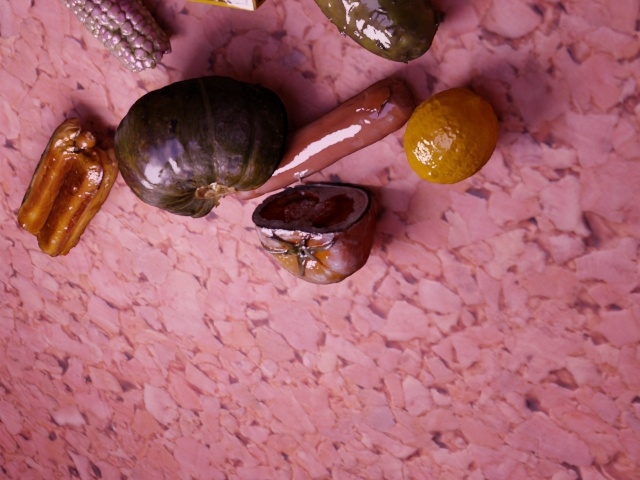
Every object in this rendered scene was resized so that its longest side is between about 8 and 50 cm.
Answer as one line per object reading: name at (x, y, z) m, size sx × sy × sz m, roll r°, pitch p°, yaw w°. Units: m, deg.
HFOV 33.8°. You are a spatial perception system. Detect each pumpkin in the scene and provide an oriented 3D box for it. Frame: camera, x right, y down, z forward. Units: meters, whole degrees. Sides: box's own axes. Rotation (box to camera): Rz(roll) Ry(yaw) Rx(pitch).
pumpkin at (-0.234, -0.187, 1.831) m, size 0.325 × 0.242 × 0.232 m, roll -28°, pitch 147°, yaw 36°

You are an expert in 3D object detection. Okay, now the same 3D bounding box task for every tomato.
tomato at (0.000, 0.000, 1.874) m, size 0.214 × 0.181 × 0.155 m, roll 8°, pitch 131°, yaw 31°

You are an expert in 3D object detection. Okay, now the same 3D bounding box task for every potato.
potato at (0.075, -0.376, 1.620) m, size 0.251 × 0.113 × 0.149 m, roll 43°, pitch 140°, yaw 10°

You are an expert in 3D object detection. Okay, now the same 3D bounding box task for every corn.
corn at (-0.396, -0.439, 1.855) m, size 0.335 × 0.126 × 0.126 m, roll 45°, pitch 132°, yaw -10°

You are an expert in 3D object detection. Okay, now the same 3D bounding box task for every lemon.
lemon at (0.201, -0.160, 1.667) m, size 0.142 × 0.142 × 0.187 m, roll 40°, pitch 138°, yaw 2°

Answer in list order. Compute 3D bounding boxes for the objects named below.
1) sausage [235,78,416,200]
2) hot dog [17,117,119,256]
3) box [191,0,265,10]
sausage at (-0.012, -0.166, 1.821) m, size 0.419 × 0.094 × 0.094 m, roll -22°, pitch 123°, yaw 39°
hot dog at (-0.505, -0.104, 2.142) m, size 0.158 × 0.117 × 0.349 m, roll 44°, pitch 134°, yaw 5°
box at (-0.187, -0.525, 1.666) m, size 0.193 × 0.084 × 0.301 m, roll 14°, pitch 134°, yaw 24°
